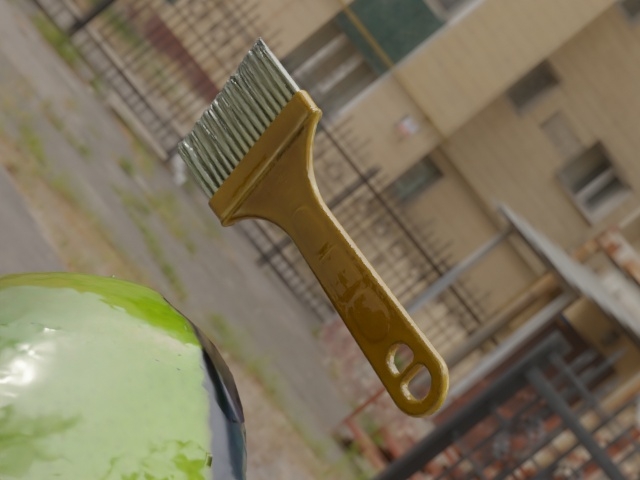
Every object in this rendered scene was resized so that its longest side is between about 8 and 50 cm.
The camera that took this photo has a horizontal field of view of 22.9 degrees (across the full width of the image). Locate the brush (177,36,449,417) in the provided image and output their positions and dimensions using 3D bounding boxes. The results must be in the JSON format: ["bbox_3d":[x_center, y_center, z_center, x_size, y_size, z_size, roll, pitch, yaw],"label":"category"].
[{"bbox_3d":[0.000,0.000,0.963,0.013,0.103,0.272,9,38,-49],"label":"brush"}]

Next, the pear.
[{"bbox_3d":[-0.235,0.165,0.910,0.165,0.399,0.399,35,11,-32],"label":"pear"}]
